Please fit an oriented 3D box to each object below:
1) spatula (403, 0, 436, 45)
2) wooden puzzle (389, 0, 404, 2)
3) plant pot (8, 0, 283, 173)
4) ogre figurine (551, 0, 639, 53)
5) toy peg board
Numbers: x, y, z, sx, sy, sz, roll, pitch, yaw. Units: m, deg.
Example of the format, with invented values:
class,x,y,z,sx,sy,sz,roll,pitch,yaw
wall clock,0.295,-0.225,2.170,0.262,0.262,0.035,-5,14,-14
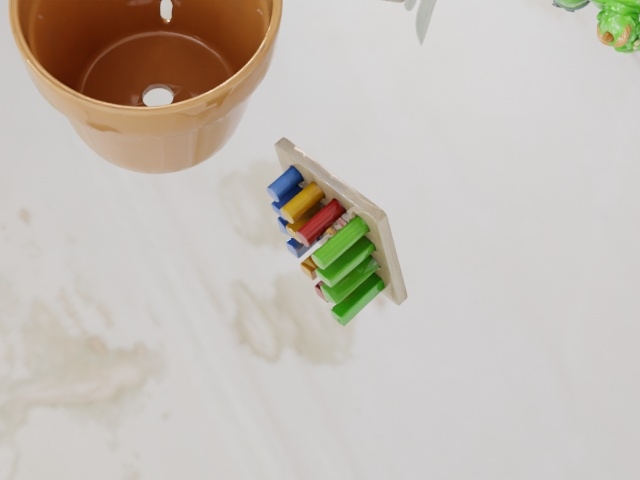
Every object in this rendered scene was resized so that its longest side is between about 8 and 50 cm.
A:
class,x,y,z,sx,sy,sz,roll,pitch,yaw
spatula,0.152,-0.415,2.255,0.168,0.019,0.242,53,-131,-54
wooden puzzle,0.062,-0.289,1.708,0.116,0.079,0.014,16,-152,11
plant pot,-0.186,-0.206,1.801,0.290,0.203,0.291,1,-120,-1
ogre figurine,0.237,-0.185,1.180,0.197,0.097,0.118,35,-159,36
toy peg board,0.000,0.000,1.731,0.079,0.161,0.160,-41,-124,-17
